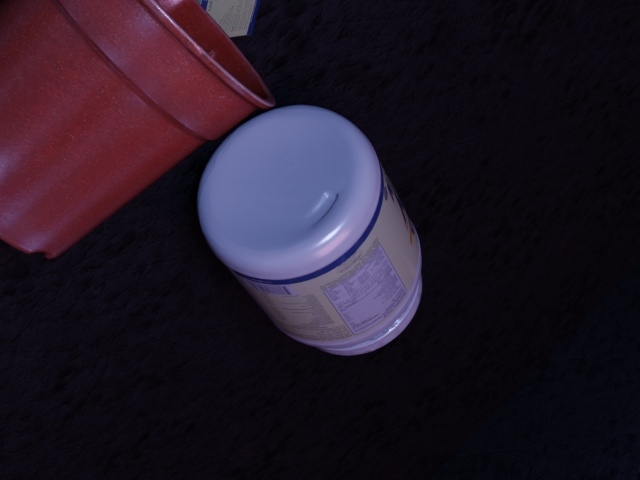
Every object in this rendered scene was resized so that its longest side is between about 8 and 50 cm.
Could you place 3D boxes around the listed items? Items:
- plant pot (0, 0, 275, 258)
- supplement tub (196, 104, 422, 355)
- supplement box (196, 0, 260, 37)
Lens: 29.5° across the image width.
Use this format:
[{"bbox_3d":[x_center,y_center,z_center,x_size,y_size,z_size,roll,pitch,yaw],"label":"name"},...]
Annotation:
[{"bbox_3d":[-0.231,-0.140,1.164,0.265,0.272,0.272,-43,149,9],"label":"plant pot"},{"bbox_3d":[0.000,0.000,1.586,0.235,0.235,0.325,-42,148,-5],"label":"supplement tub"},{"bbox_3d":[-0.114,-0.269,1.323,0.083,0.056,0.083,-17,138,-38],"label":"supplement box"}]
